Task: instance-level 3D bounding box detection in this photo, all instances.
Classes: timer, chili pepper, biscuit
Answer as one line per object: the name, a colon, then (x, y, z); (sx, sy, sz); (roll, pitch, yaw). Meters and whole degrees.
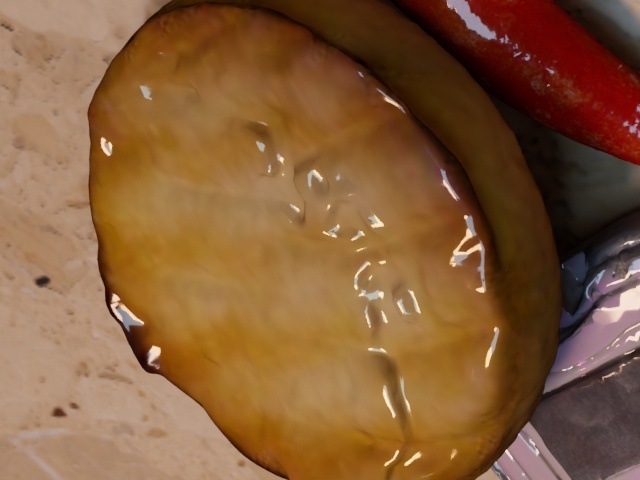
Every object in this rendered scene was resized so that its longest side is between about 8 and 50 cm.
timer: (0.179, 0.090, 0.906); (0.191, 0.069, 0.208); (50, 129, -5)
chili pepper: (0.085, -0.115, 0.832); (0.272, 0.063, 0.071); (42, 141, -6)
biscuit: (0.000, 0.000, 0.896); (0.296, 0.102, 0.296); (25, 130, 33)
